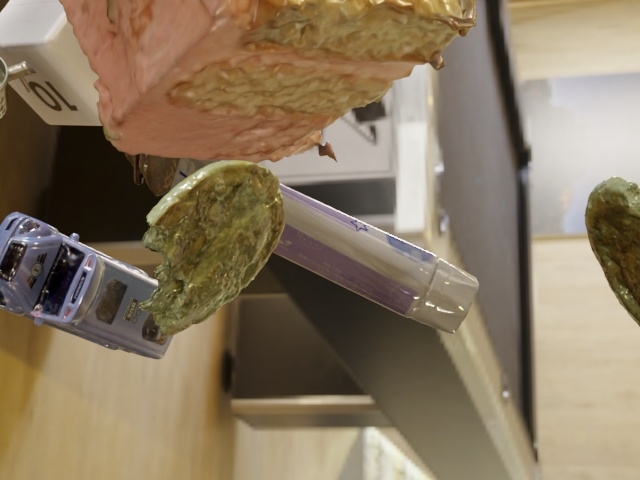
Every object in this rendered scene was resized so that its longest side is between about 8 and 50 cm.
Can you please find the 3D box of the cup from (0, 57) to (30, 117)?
[{"bbox_3d":[-0.493,-0.235,1.718,0.102,0.074,0.099,-45,173,-27],"label":"cup"}]

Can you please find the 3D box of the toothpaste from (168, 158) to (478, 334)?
[{"bbox_3d":[0.000,0.000,1.325,0.125,0.371,0.080,118,-5,-57],"label":"toothpaste"}]

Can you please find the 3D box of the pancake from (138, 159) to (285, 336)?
[{"bbox_3d":[-0.068,0.004,0.732,0.116,0.022,0.129,-27,143,-40],"label":"pancake"}]

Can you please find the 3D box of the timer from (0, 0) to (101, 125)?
[{"bbox_3d":[-0.405,-0.320,1.893,0.195,0.192,0.194,52,56,-40],"label":"timer"}]

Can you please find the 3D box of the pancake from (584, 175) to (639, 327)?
[{"bbox_3d":[0.367,0.045,1.209,0.253,0.037,0.253,49,-14,17],"label":"pancake"}]

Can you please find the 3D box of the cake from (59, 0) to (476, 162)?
[{"bbox_3d":[-0.074,-0.264,1.085,0.293,0.307,0.314,-2,70,-36],"label":"cake"}]

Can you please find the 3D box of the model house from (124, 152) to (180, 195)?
[{"bbox_3d":[-0.232,-0.179,1.620,0.141,0.164,0.203,4,111,-45],"label":"model house"}]

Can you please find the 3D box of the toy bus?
[{"bbox_3d":[-0.310,0.069,1.520,0.292,0.133,0.125,34,75,-57],"label":"toy bus"}]
